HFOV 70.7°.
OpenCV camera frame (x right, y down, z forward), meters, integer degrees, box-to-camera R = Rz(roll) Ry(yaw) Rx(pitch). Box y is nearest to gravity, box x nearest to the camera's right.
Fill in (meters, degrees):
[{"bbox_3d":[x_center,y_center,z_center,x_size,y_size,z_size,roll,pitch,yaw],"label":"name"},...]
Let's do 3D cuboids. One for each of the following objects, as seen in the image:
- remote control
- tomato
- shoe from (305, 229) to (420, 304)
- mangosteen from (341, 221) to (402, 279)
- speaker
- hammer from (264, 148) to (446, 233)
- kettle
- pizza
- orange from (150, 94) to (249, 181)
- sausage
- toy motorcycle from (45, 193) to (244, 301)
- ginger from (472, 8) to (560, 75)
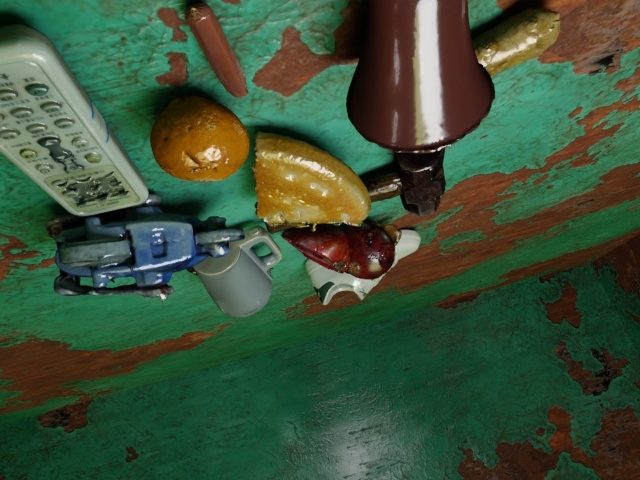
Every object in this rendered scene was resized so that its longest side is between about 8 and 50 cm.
[{"bbox_3d":[-0.341,-0.133,0.592,0.128,0.066,0.335,-15,159,-8],"label":"remote control"},{"bbox_3d":[0.000,0.000,1.093,0.099,0.173,0.189,-58,148,-9],"label":"tomato"},{"bbox_3d":[0.142,0.086,1.358,0.362,0.160,0.132,-17,161,4],"label":"shoe"},{"bbox_3d":[0.127,0.019,1.203,0.180,0.166,0.166,-33,174,-41],"label":"mangosteen"},{"bbox_3d":[0.060,-0.279,0.492,0.259,0.198,0.329,17,155,27],"label":"speaker"},{"bbox_3d":[0.063,-0.099,0.975,0.408,0.095,0.242,-14,159,10],"label":"hammer"},{"bbox_3d":[-0.193,0.065,1.092,0.210,0.160,0.243,-21,153,-5],"label":"kettle"},{"bbox_3d":[-0.041,-0.096,0.836,0.289,0.081,0.228,24,142,-37],"label":"pizza"},{"bbox_3d":[-0.167,-0.140,0.631,0.135,0.118,0.135,7,-163,-2],"label":"orange"},{"bbox_3d":[-0.124,-0.230,0.553,0.030,0.035,0.147,1,159,11],"label":"sausage"},{"bbox_3d":[-0.323,-0.006,0.841,0.319,0.241,0.182,-6,117,-33],"label":"toy motorcycle"},{"bbox_3d":[0.206,-0.260,0.675,0.298,0.065,0.118,-19,171,8],"label":"ginger"}]
